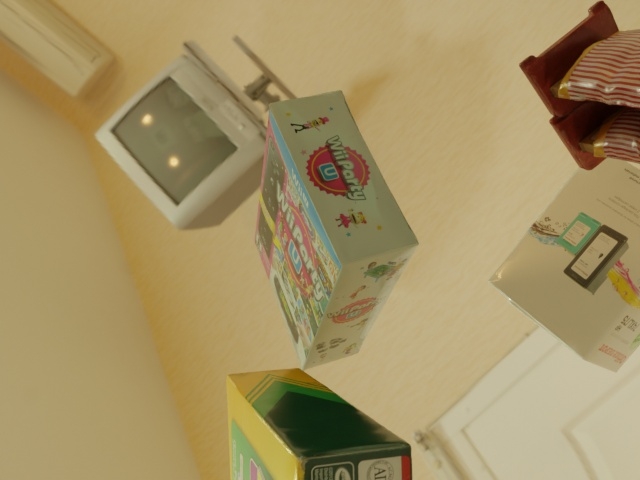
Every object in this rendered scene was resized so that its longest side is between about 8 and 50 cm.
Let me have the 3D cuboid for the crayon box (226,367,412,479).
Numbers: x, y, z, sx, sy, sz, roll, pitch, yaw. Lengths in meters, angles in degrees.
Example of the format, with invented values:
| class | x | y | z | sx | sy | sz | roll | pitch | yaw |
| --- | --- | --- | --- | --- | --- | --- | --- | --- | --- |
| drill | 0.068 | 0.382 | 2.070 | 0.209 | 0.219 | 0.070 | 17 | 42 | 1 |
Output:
| class | x | y | z | sx | sy | sz | roll | pitch | yaw |
| --- | --- | --- | --- | --- | --- | --- | --- | --- | --- |
| crayon box | -0.014 | 0.337 | 0.672 | 0.106 | 0.362 | 0.313 | -2 | -178 | -17 |

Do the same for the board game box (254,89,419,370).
| class | x | y | z | sx | sy | sz | roll | pitch | yaw |
| --- | --- | --- | --- | --- | --- | --- | --- | --- | --- |
| board game box | 0.000 | 0.000 | 0.854 | 0.098 | 0.303 | 0.224 | -14 | -118 | -19 |

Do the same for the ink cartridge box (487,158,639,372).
| class | x | y | z | sx | sy | sz | roll | pitch | yaw |
| --- | --- | --- | --- | --- | --- | --- | --- | --- | --- |
| ink cartridge box | 0.447 | 0.036 | 1.066 | 0.198 | 0.270 | 0.197 | 23 | -163 | -51 |

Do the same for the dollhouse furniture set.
| class | x | y | z | sx | sy | sz | roll | pitch | yaw |
| --- | --- | --- | --- | --- | --- | --- | --- | --- | --- |
| dollhouse furniture set | 0.418 | -0.223 | 0.675 | 0.152 | 0.374 | 0.201 | 53 | 174 | -21 |
